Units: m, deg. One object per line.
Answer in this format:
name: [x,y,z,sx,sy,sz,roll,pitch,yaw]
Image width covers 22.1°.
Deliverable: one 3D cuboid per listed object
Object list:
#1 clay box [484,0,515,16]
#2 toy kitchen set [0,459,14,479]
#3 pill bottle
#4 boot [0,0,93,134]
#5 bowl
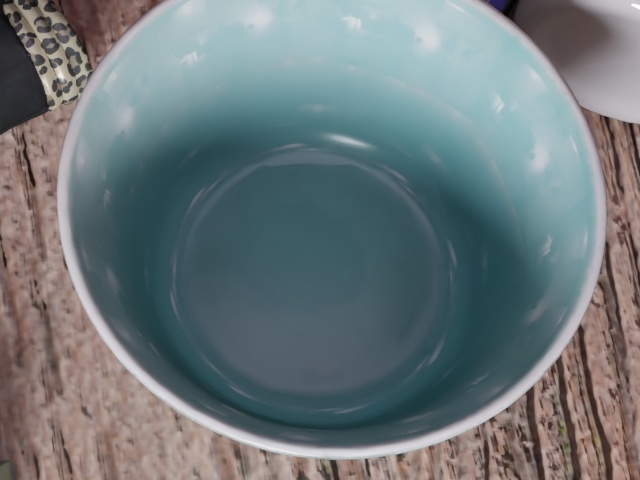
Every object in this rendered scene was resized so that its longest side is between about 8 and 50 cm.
clay box: [0.031,-0.211,1.139,0.222,0.053,0.127,31,68,5]
toy kitchen set: [-0.275,0.081,0.975,0.166,0.122,0.207,-7,89,-10]
pill bottle: [0.243,-0.223,1.114,0.153,0.153,0.264,24,68,3]
boot: [-0.278,-0.135,1.064,0.179,0.085,0.236,-33,71,-24]
bowl: [0.000,0.000,0.992,0.312,0.163,0.311,2,68,-6]
